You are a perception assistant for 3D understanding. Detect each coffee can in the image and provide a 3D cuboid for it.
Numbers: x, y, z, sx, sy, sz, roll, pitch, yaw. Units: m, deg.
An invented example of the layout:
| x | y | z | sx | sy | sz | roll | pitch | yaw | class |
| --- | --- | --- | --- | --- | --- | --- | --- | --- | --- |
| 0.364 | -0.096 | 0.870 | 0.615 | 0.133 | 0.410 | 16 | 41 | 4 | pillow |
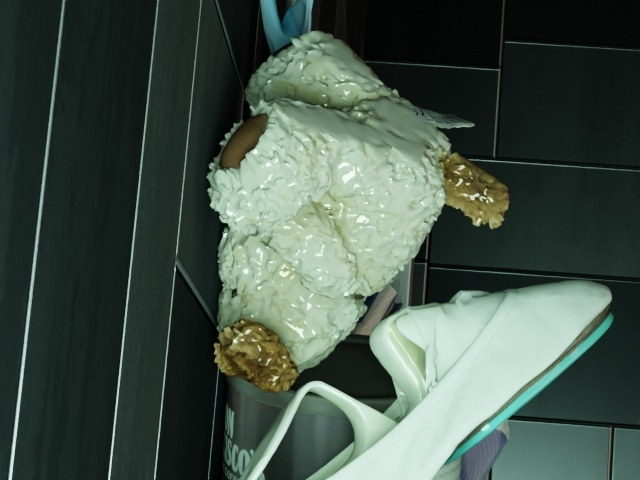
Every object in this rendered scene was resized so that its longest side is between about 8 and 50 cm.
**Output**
| x | y | z | sx | sy | sz | roll | pitch | yaw | class |
| --- | --- | --- | --- | --- | --- | --- | --- | --- | --- |
| 0.015 | 0.234 | 1.483 | 0.201 | 0.201 | 0.275 | -70 | 164 | -78 | coffee can |

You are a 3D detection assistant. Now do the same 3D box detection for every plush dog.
| x | y | z | sx | sy | sz | roll | pitch | yaw | class |
| --- | --- | --- | --- | --- | --- | --- | --- | --- | --- |
| 0.000 | 0.000 | 1.354 | 0.225 | 0.210 | 0.262 | -58 | -173 | 25 | plush dog |

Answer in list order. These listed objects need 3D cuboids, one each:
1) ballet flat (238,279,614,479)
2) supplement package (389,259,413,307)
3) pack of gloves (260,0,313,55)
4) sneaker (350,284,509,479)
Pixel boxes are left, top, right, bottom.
| x | y | z | sx | sy | sz | roll | pitch | yaw | class |
| --- | --- | --- | --- | --- | --- | --- | --- | --- | --- |
| 0.056 | 0.129 | 1.299 | 0.400 | 0.139 | 0.139 | -43 | 156 | -23 | ballet flat |
| 0.035 | 0.083 | 2.144 | 0.204 | 0.145 | 0.262 | 52 | 42 | -84 | supplement package |
| -0.044 | -0.151 | 1.570 | 0.195 | 0.046 | 0.232 | -177 | -86 | -82 | pack of gloves |
| 0.058 | 0.146 | 1.974 | 0.127 | 0.315 | 0.182 | -52 | -153 | -22 | sneaker |
